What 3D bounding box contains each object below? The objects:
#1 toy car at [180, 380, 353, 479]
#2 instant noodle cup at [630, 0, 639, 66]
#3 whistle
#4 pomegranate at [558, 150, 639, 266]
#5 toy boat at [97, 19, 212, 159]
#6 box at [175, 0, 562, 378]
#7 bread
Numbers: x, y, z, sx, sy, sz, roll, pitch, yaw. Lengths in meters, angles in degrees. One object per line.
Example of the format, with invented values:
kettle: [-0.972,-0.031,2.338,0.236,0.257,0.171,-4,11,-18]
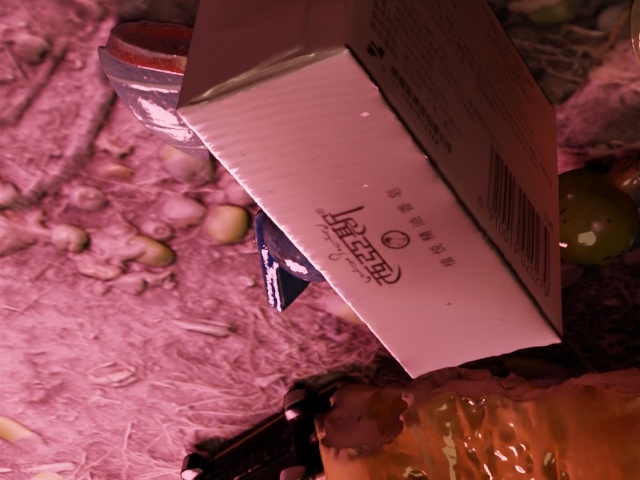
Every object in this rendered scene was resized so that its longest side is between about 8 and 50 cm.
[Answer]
toy car: [-0.029,0.229,1.189,0.124,0.101,0.257,29,134,-29]
instant noodle cup: [0.273,-0.084,0.737,0.182,0.144,0.182,4,140,4]
whistle: [0.000,0.000,0.924,0.090,0.090,0.158,1,140,7]
pomegranate: [0.186,-0.024,0.889,0.073,0.073,0.084,10,103,-3]
toy boat: [-0.101,-0.092,0.869,0.096,0.034,0.122,11,142,4]
box: [0.044,-0.073,0.744,0.111,0.194,0.260,-19,133,28]
bread: [0.203,0.274,0.999,0.361,0.250,0.394,-7,96,35]
